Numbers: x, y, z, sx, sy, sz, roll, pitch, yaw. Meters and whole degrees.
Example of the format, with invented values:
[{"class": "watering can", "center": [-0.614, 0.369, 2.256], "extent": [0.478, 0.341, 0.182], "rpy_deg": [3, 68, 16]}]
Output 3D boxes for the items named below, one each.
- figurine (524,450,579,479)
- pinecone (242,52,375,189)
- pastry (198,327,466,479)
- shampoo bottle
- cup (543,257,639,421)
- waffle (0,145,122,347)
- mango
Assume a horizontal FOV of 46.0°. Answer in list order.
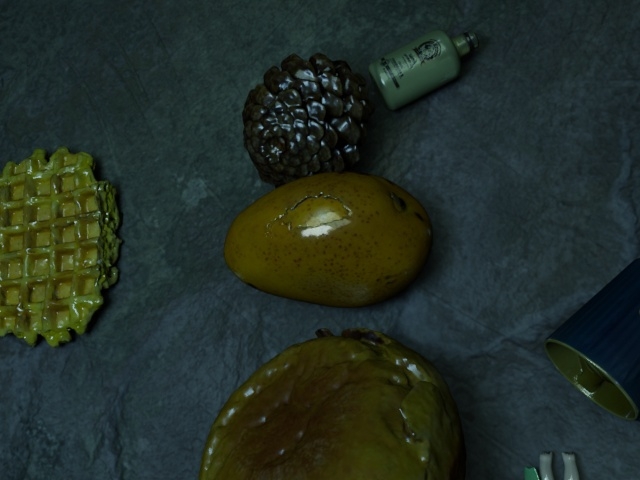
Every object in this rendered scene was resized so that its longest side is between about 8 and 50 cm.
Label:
[{"class": "figurine", "center": [0.274, 0.333, 0.866], "extent": [0.083, 0.083, 0.188], "rpy_deg": [0, 61, 14]}, {"class": "pinecone", "center": [-0.020, -0.170, 1.065], "extent": [0.184, 0.179, 0.205], "rpy_deg": [-24, 20, 26]}, {"class": "pastry", "center": [0.003, 0.257, 0.860], "extent": [0.355, 0.164, 0.356], "rpy_deg": [-21, 36, 16]}, {"class": "shampoo bottle", "center": [0.155, -0.257, 1.100], "extent": [0.162, 0.079, 0.079], "rpy_deg": [-27, 66, 4]}, {"class": "cup", "center": [0.380, 0.125, 0.892], "extent": [0.176, 0.131, 0.155], "rpy_deg": [45, 82, -6]}, {"class": "waffle", "center": [-0.429, 0.003, 1.170], "extent": [0.307, 0.060, 0.312], "rpy_deg": [26, 81, 20]}, {"class": "mango", "center": [0.000, 0.000, 0.995], "extent": [0.290, 0.191, 0.160], "rpy_deg": [-7, 62, 17]}]
